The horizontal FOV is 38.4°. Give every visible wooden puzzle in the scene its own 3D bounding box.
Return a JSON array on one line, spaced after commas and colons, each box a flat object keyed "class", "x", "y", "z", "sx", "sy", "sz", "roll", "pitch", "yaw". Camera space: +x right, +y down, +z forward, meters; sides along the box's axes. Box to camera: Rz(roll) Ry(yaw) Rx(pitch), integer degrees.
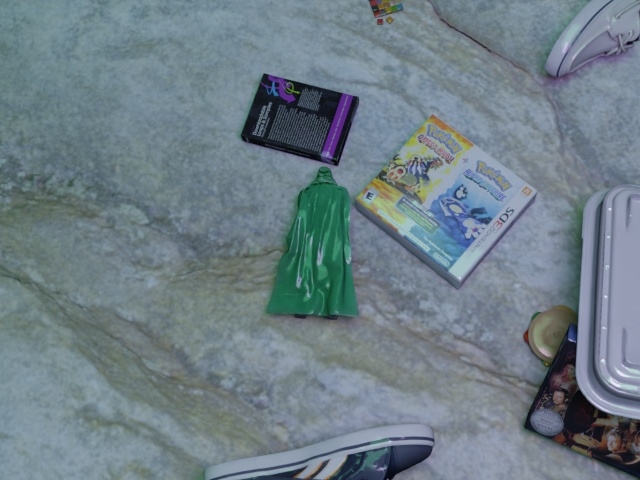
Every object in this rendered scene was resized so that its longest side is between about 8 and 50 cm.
[{"class": "wooden puzzle", "x": 0.107, "y": -0.395, "z": 1.518, "sx": 0.049, "sy": 0.006, "sz": 0.083, "roll": -16, "pitch": 71, "yaw": -1}]

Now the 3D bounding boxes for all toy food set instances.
[{"class": "toy food set", "x": 0.336, "y": 0.137, "z": 1.317, "sx": 0.082, "sy": 0.020, "sz": 0.083, "roll": -22, "pitch": 72, "yaw": -2}]

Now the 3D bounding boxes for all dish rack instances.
[{"class": "dish rack", "x": 0.480, "y": 0.072, "z": 1.171, "sx": 0.285, "sy": 0.072, "sz": 0.333, "roll": 10, "pitch": 63, "yaw": 4}]

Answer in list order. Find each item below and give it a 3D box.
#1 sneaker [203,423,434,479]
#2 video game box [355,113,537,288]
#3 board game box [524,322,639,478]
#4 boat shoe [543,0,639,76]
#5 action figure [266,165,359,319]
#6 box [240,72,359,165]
[{"class": "sneaker", "x": 0.006, "y": 0.335, "z": 1.227, "sx": 0.321, "sy": 0.126, "sz": 0.127, "roll": -16, "pitch": 66, "yaw": 11}, {"class": "video game box", "x": 0.188, "y": -0.061, "z": 1.381, "sx": 0.205, "sy": 0.048, "sz": 0.187, "roll": 39, "pitch": 76, "yaw": 15}, {"class": "board game box", "x": 0.414, "y": 0.228, "z": 1.214, "sx": 0.243, "sy": 0.165, "sz": 0.042, "roll": 22, "pitch": 32, "yaw": 12}, {"class": "boat shoe", "x": 0.462, "y": -0.334, "z": 1.428, "sx": 0.267, "sy": 0.096, "sz": 0.088, "roll": -40, "pitch": 68, "yaw": -17}, {"class": "action figure", "x": 0.000, "y": 0.000, "z": 1.367, "sx": 0.137, "sy": 0.063, "sz": 0.232, "roll": 3, "pitch": 76, "yaw": 8}, {"class": "box", "x": -0.032, "y": -0.192, "z": 1.451, "sx": 0.162, "sy": 0.029, "sz": 0.116, "roll": 16, "pitch": 73, "yaw": 8}]
